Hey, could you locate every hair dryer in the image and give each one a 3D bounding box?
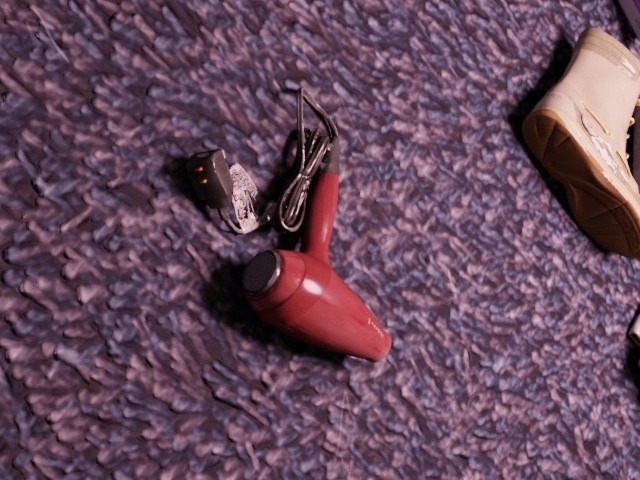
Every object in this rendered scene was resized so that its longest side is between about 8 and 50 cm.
[{"bbox_3d":[0.000,0.000,1.396,0.223,0.080,0.294,-33,106,-42],"label":"hair dryer"}]

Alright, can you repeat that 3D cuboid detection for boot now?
[{"bbox_3d":[0.381,-0.126,1.765,0.262,0.095,0.203,49,53,-22],"label":"boot"}]

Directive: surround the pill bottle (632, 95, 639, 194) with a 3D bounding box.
[{"bbox_3d":[0.488,-0.098,1.832,0.131,0.131,0.229,15,74,-41],"label":"pill bottle"}]

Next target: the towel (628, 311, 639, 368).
[{"bbox_3d":[0.556,0.157,1.923,0.312,0.056,0.324,54,50,-27],"label":"towel"}]

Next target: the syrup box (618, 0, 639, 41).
[{"bbox_3d":[0.533,-0.356,1.886,0.237,0.096,0.093,-19,77,-28],"label":"syrup box"}]
